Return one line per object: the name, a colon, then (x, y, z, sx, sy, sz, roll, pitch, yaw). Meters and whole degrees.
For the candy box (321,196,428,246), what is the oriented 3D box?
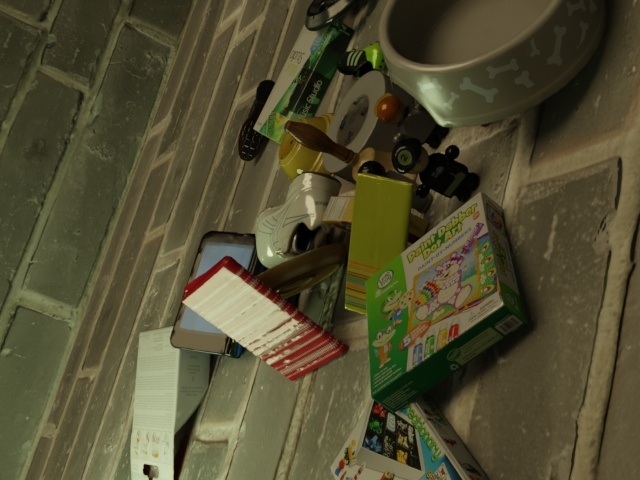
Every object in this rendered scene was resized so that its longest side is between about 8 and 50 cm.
candy box: (0.092, -0.033, 1.677, 0.187, 0.109, 0.053, 8, 74, 67)

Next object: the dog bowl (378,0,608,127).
dog bowl: (0.244, -0.332, 1.449, 0.349, 0.102, 0.348, -20, 46, 22)

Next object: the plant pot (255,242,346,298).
plant pot: (-0.053, 0.072, 1.801, 0.236, 0.236, 0.032, -38, 73, 48)

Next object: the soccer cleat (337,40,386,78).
soccer cleat: (0.084, -0.375, 2.084, 0.179, 0.060, 0.072, -7, 63, 60)

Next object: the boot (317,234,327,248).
boot: (0.000, 0.000, 1.927, 0.118, 0.042, 0.087, -18, 52, 62)

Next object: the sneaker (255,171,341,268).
sneaker: (-0.056, -0.014, 1.864, 0.297, 0.111, 0.129, 128, 152, -54)

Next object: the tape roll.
tape roll: (0.091, -0.220, 1.902, 0.219, 0.072, 0.219, -48, 29, 38)

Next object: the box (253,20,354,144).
box: (-0.047, -0.389, 2.377, 0.322, 0.058, 0.232, -65, 23, 5)

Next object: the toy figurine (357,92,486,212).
toy figurine: (0.163, -0.162, 1.595, 0.209, 0.148, 0.213, -15, 55, 61)

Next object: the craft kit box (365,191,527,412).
craft kit box: (0.171, 0.086, 1.397, 0.250, 0.061, 0.246, -40, 26, 28)

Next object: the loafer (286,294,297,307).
loafer: (-0.092, 0.109, 1.973, 0.080, 0.078, 0.220, -46, 31, 40)

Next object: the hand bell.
hand bell: (0.042, -0.153, 1.728, 0.126, 0.242, 0.126, -46, 31, 38)

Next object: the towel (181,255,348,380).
towel: (-0.105, 0.142, 1.737, 0.199, 0.275, 0.031, -36, 20, 51)

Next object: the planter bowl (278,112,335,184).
planter bowl: (-0.031, -0.201, 2.124, 0.217, 0.090, 0.217, -48, 29, 38)

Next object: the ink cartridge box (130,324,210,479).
ink cartridge box: (-0.360, 0.399, 2.315, 0.308, 0.091, 0.384, -16, 71, 60)

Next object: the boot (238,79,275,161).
boot: (-0.159, -0.311, 2.557, 0.106, 0.082, 0.219, -105, 35, -88)

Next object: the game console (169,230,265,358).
game console: (-0.215, 0.092, 2.112, 0.250, 0.173, 0.293, 108, 176, -71)

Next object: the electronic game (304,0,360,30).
electronic game: (0.053, -0.581, 2.299, 0.229, 0.048, 0.229, -35, 25, 19)

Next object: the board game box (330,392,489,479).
board game box: (0.118, 0.332, 1.343, 0.193, 0.053, 0.305, -60, 24, 12)

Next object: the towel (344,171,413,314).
towel: (0.095, 0.012, 1.558, 0.102, 0.021, 0.237, 15, 112, 27)
